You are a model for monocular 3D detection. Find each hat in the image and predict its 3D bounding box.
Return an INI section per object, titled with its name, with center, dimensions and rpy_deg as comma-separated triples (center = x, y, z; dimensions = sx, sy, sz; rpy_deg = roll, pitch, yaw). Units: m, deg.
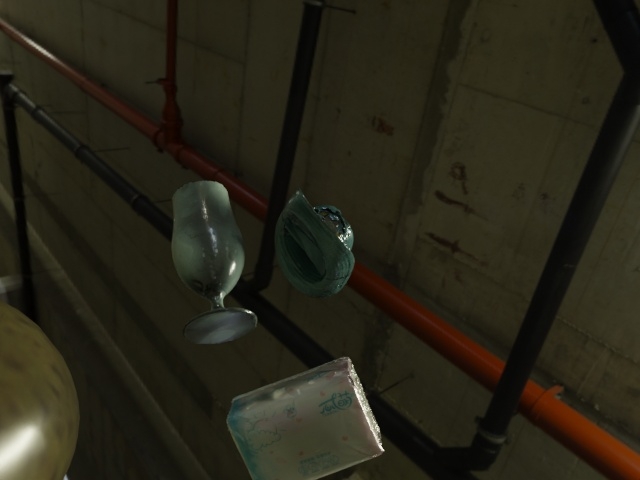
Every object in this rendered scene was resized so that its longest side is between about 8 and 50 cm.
[hat]
center = 0.000, 0.000, 0.742
dimensions = 0.138, 0.078, 0.191
rpy_deg = 54, -28, 14

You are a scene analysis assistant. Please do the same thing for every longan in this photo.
[longan]
center = -0.494, 0.251, 0.676
dimensions = 0.404, 0.336, 0.405
rpy_deg = 167, -90, -79

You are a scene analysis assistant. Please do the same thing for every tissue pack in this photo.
[tissue pack]
center = -0.030, 0.378, 1.085
dimensions = 0.124, 0.271, 0.202
rpy_deg = -98, 165, -76

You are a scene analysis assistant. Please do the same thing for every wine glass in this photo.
[wine glass]
center = -0.141, 0.021, 0.678
dimensions = 0.093, 0.092, 0.202
rpy_deg = -54, -139, 44
